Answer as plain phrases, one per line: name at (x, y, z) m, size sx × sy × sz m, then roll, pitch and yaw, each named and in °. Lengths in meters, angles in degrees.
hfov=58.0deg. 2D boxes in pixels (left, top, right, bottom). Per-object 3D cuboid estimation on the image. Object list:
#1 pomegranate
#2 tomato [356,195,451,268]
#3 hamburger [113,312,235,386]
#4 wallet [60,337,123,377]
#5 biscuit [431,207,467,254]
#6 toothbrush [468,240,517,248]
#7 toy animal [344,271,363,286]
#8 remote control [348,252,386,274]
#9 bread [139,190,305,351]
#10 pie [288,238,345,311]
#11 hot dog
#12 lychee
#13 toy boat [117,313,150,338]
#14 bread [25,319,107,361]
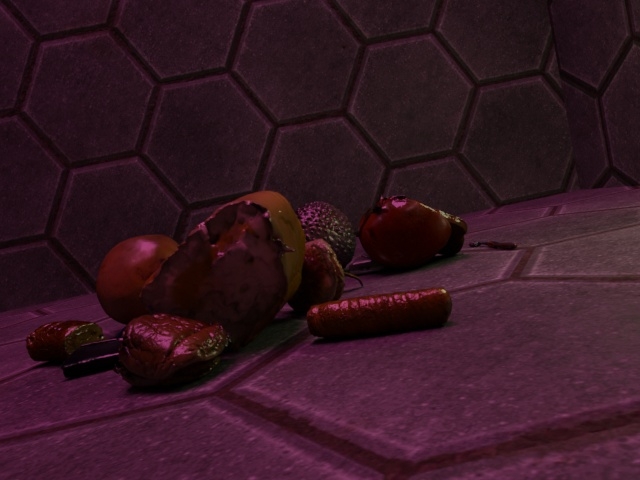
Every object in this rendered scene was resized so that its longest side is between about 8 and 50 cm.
pomegranate at (-0.550, 0.129, 1.798) m, size 0.319 × 0.319 × 0.319 m, roll -12°, pitch 4°, yaw 1°
tomato at (0.259, 0.004, 1.870) m, size 0.309 × 0.170 × 0.309 m, roll 18°, pitch -27°, yaw 10°
hamburger at (-0.284, 0.201, 1.100) m, size 0.206 × 0.130 × 0.183 m, roll -8°, pitch 8°, yaw 24°
wallet at (-0.435, 0.255, 1.378) m, size 0.318 × 0.045 × 0.172 m, roll -12°, pitch 7°, yaw -10°
biscuit at (0.355, -0.037, 1.963) m, size 0.273 × 0.049 × 0.257 m, roll 14°, pitch -28°, yaw 11°
toothbrush at (0.586, 0.013, 1.964) m, size 0.031 × 0.023 × 0.321 m, roll -20°, pitch 4°, yaw -11°
toy animal at (0.019, 0.119, 1.665) m, size 0.219 × 0.095 × 0.155 m, roll 19°, pitch 2°, yaw -3°
remote control at (0.202, 0.063, 2.098) m, size 0.128 × 0.066 × 0.335 m, roll -13°, pitch 3°, yaw 20°
bread at (-0.167, 0.071, 1.330) m, size 0.361 × 0.250 × 0.394 m, roll -44°, pitch -3°, yaw 14°
pie at (-0.028, 0.093, 1.511) m, size 0.205 × 0.179 × 0.084 m, roll -17°, pitch -5°, yaw 35°
hot dog at (0.109, 0.145, 1.116) m, size 0.289 × 0.083 × 0.068 m, roll -11°, pitch 23°, yaw 19°
lychee at (0.000, -0.006, 2.134) m, size 0.300 × 0.300 × 0.300 m, roll -12°, pitch 4°, yaw 1°
toy boat at (-0.447, 0.220, 1.607) m, size 0.210 × 0.070 × 0.291 m, roll -19°, pitch 6°, yaw 2°
bread at (-0.674, 0.264, 1.525) m, size 0.172 × 0.103 × 0.132 m, roll -7°, pitch 9°, yaw 30°
